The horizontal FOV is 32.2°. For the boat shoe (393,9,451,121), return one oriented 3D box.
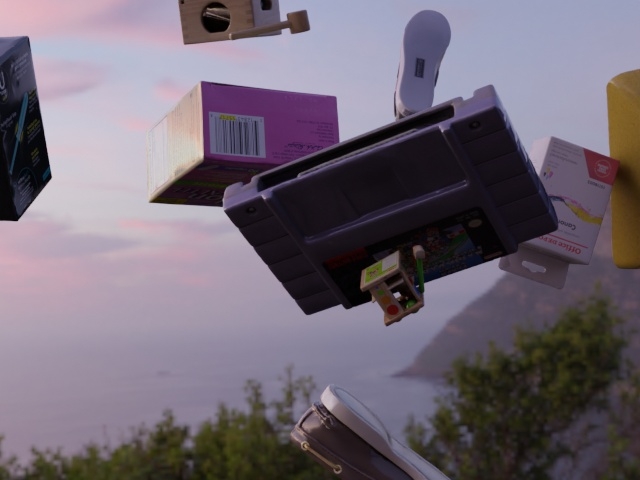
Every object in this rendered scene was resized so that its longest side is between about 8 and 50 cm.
[{"bbox_3d":[0.161,-0.276,1.815,0.080,0.229,0.076,13,-31,-6],"label":"boat shoe"}]

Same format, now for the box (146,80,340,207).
[{"bbox_3d":[-0.120,-0.132,1.641,0.213,0.117,0.243,3,-13,-27],"label":"box"}]

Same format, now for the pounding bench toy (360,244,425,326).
[{"bbox_3d":[0.099,0.051,1.292,0.083,0.065,0.052,-30,17,15],"label":"pounding bench toy"}]

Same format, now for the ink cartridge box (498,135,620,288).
[{"bbox_3d":[0.340,-0.037,1.589,0.115,0.198,0.067,18,-3,-11],"label":"ink cartridge box"}]

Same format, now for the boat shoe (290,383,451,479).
[{"bbox_3d":[0.104,0.333,1.486,0.097,0.324,0.116,-48,2,7],"label":"boat shoe"}]

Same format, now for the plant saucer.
[{"bbox_3d":[0.592,-0.104,1.599,0.332,0.333,0.081,-11,32,1],"label":"plant saucer"}]

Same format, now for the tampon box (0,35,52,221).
[{"bbox_3d":[-0.350,-0.115,1.127,0.101,0.161,0.120,-1,25,7],"label":"tampon box"}]

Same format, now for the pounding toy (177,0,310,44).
[{"bbox_3d":[-0.117,-0.367,1.757,0.206,0.094,0.181,-3,11,19],"label":"pounding toy"}]

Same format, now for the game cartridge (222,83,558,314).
[{"bbox_3d":[0.089,-0.034,1.356,0.355,0.068,0.230,-20,-53,19],"label":"game cartridge"}]
